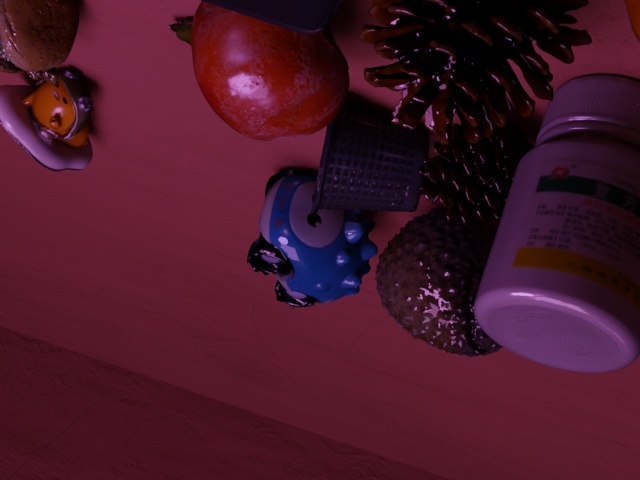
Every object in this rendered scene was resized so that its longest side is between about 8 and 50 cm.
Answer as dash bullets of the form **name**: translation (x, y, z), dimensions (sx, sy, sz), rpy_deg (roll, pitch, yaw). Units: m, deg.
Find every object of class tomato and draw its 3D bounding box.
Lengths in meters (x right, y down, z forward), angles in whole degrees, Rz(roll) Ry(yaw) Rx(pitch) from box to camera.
- **tomato**: translation (-0.073, -0.240, 1.485), dimensions (0.188, 0.232, 0.232), rpy_deg (-24, 145, 4)

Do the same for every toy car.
- **toy car**: translation (0.000, 0.000, 1.976), dimensions (0.190, 0.188, 0.255), rpy_deg (-2, 146, 25)

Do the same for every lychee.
- **lychee**: translation (0.214, 0.069, 1.858), dimensions (0.274, 0.255, 0.255), rpy_deg (-12, 141, 39)

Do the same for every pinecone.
- **pinecone**: translation (0.218, -0.093, 1.623), dimensions (0.165, 0.163, 0.163), rpy_deg (-18, 137, 33)
- **pinecone**: translation (0.158, -0.230, 1.296), dimensions (0.264, 0.264, 0.264), rpy_deg (17, 156, 8)

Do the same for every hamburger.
- **hamburger**: translation (-0.430, -0.310, 1.706), dimensions (0.131, 0.159, 0.185), rpy_deg (2, 131, 30)

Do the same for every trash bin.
- **trash bin**: translation (0.078, -0.115, 1.719), dimensions (0.161, 0.175, 0.175), rpy_deg (9, 156, 0)

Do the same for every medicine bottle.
- **medicine bottle**: translation (0.337, -0.025, 1.457), dimensions (0.208, 0.340, 0.208), rpy_deg (18, 156, 8)

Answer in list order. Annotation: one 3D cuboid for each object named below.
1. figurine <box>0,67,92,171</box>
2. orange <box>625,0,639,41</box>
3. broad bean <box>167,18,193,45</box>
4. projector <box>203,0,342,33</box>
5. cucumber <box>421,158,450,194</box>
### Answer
- **figurine**: translation (-0.433, -0.223, 1.989), dimensions (0.141, 0.167, 0.250), rpy_deg (-30, 164, 16)
- **orange**: translation (0.412, -0.271, 1.084), dimensions (0.249, 0.183, 0.249), rpy_deg (5, 168, 1)
- **broad bean**: translation (-0.102, -0.265, 1.668), dimensions (0.254, 0.046, 0.065), rpy_deg (25, 163, -5)
- **projector**: translation (-0.115, -0.433, 1.093), dimensions (0.395, 0.242, 0.405), rpy_deg (18, 158, 1)
- **cucumber**: translation (0.193, -0.099, 1.778), dimensions (0.053, 0.053, 0.181), rpy_deg (34, 154, -27)
